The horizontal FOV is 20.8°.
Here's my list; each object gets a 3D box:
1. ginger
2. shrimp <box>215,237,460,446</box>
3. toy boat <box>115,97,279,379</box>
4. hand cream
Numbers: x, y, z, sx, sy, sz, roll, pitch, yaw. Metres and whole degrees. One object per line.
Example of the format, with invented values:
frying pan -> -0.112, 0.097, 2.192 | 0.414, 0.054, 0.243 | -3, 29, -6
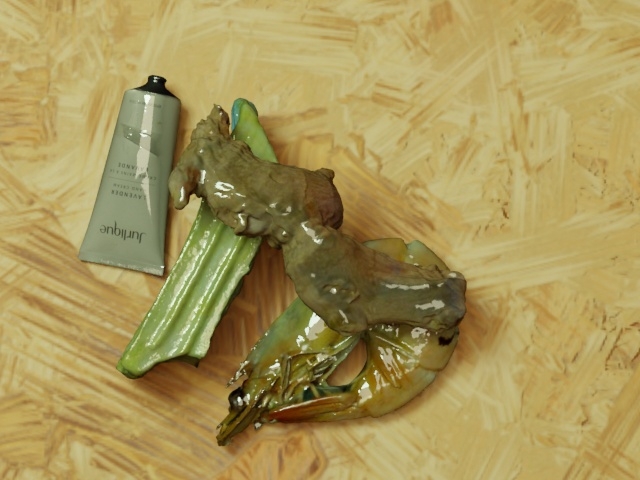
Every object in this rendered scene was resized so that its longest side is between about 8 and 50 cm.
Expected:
ginger -> -0.002, -0.001, 1.540 | 0.290, 0.084, 0.122 | 35, 49, -7
shrimp -> 0.013, 0.109, 1.605 | 0.267, 0.061, 0.145 | -36, 89, -4
toy boat -> -0.096, 0.009, 1.601 | 0.084, 0.111, 0.276 | 25, 79, -4
hand cream -> -0.173, -0.065, 1.656 | 0.087, 0.054, 0.186 | 10, 88, 11
